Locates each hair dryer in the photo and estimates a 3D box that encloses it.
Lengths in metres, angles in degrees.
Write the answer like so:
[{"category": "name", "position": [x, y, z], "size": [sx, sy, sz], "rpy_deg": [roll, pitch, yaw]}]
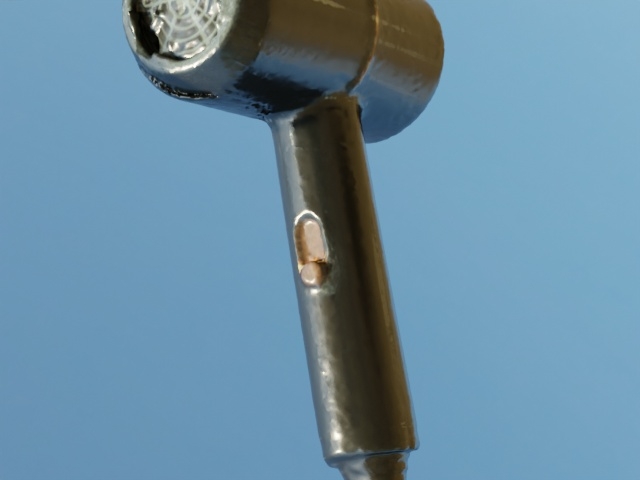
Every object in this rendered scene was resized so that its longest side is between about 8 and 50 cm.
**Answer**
[{"category": "hair dryer", "position": [0.000, 0.000, 0.767], "size": [0.189, 0.107, 0.352], "rpy_deg": [9, -113, -53]}]
